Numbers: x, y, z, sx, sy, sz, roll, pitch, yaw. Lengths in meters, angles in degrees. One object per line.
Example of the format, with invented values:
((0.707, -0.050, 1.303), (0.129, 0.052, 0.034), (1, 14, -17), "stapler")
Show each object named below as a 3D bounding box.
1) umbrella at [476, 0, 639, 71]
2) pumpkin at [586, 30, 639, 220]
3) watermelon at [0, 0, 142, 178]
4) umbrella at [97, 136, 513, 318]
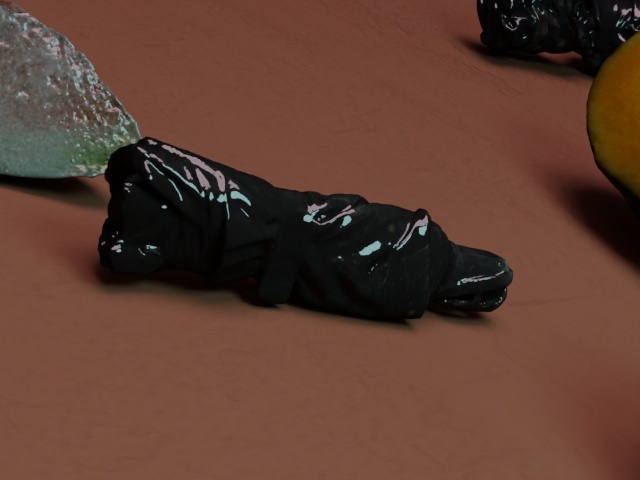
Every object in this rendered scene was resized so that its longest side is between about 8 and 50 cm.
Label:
((0.266, -0.202, 1.550), (0.272, 0.122, 0.110), (12, 64, -28), "umbrella")
((0.294, -0.014, 1.097), (0.169, 0.148, 0.312), (59, -9, -34), "pumpkin")
((-0.180, -0.082, 0.880), (0.180, 0.094, 0.081), (30, 14, -12), "watermelon")
((0.000, 0.000, 0.840), (0.235, 0.066, 0.059), (10, 15, -28), "umbrella")
